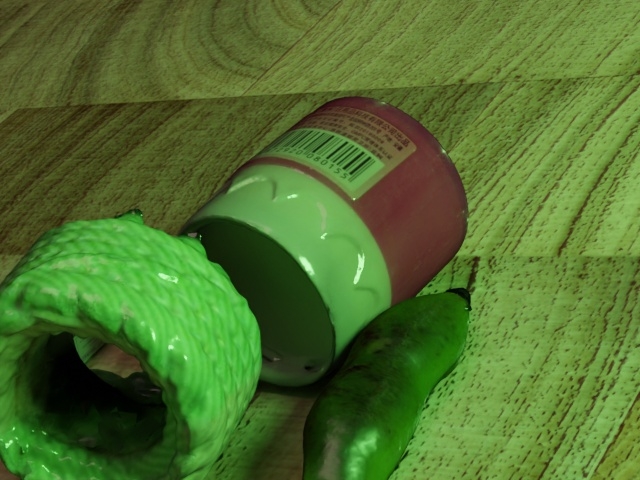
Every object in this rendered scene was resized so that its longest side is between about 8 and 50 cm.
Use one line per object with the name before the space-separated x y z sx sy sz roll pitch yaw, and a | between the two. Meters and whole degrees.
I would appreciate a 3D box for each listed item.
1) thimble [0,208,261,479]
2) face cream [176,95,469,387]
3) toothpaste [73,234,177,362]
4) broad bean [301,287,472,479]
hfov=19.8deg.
thimble | -0.157 0.095 1.383 0.219 0.219 0.150 -7 27 22
face cream | 0.000 0.000 1.489 0.175 0.175 0.195 6 35 41
toothpaste | -0.190 0.059 1.654 0.047 0.040 0.196 7 36 34
broad bean | 0.044 0.115 1.362 0.077 0.061 0.339 29 42 8
